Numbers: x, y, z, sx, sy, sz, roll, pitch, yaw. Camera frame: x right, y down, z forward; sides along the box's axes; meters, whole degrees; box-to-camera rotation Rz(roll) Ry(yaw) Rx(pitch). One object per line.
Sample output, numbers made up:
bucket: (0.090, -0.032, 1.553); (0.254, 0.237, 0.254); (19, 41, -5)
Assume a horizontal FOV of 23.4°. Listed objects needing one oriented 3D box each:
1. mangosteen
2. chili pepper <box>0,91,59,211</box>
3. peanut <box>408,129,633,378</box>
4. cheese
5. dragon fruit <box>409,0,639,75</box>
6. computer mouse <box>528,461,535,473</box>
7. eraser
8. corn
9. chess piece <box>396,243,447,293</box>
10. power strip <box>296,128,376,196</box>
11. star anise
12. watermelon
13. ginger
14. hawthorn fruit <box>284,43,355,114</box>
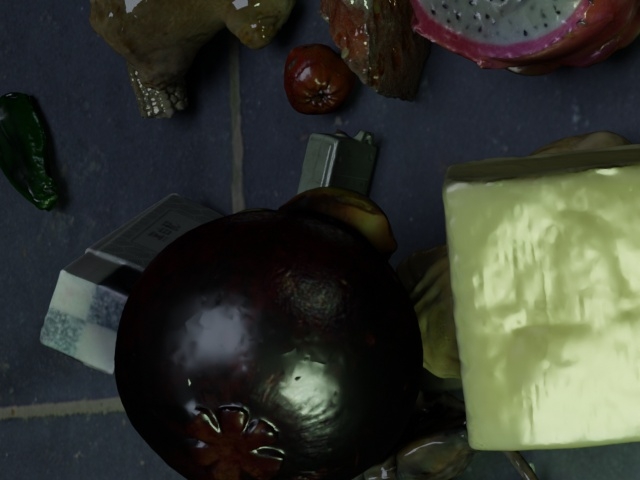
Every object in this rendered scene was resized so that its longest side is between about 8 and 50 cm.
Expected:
mangosteen: (-0.046, 0.093, 1.547); (0.307, 0.307, 0.347); (-39, 21, 33)
chili pepper: (-0.426, -0.125, 2.210); (0.108, 0.062, 0.216); (-54, 56, 24)
peanut: (0.207, 0.016, 1.560); (0.149, 0.149, 0.313); (49, 115, 34)
cheese: (0.244, 0.053, 1.427); (0.242, 0.124, 0.265); (-5, 101, 8)
dragon fruit: (0.225, -0.302, 1.561); (0.290, 0.189, 0.291); (5, 97, 42)
computer mouse: (0.225, 0.413, 1.522); (0.199, 0.115, 0.389); (-13, 77, 38)
eraser: (-0.201, 0.039, 1.772); (0.096, 0.404, 0.098); (22, 106, 5)
corn: (-0.218, -0.254, 2.025); (0.087, 0.087, 0.211); (-15, 82, 40)
chess piece: (0.148, 0.019, 1.671); (0.122, 0.066, 0.066); (-36, 62, 28)
power strip: (0.000, 0.000, 1.794); (0.052, 0.078, 0.272); (20, 100, 44)
star anise: (0.092, 0.264, 1.647); (0.359, 0.139, 0.316); (50, 132, 33)
watermelon: (0.068, -0.280, 1.716); (0.140, 0.193, 0.257); (17, 111, 43)
ginger: (-0.150, -0.301, 1.904); (0.221, 0.130, 0.276); (35, 107, 5)
hawthorn fruit: (-0.004, -0.193, 1.824); (0.093, 0.093, 0.093); (-6, 82, 42)
